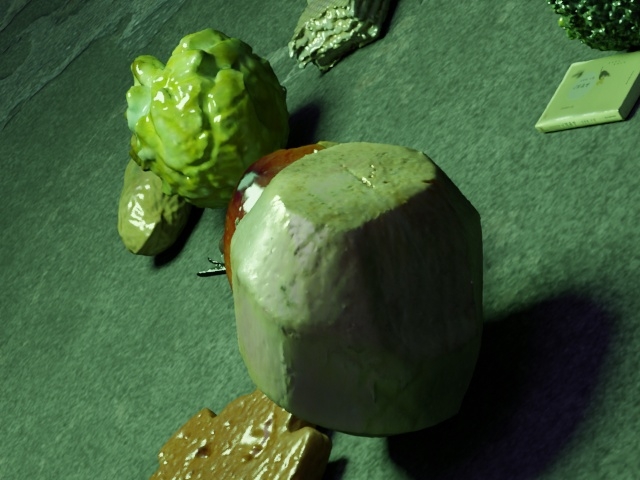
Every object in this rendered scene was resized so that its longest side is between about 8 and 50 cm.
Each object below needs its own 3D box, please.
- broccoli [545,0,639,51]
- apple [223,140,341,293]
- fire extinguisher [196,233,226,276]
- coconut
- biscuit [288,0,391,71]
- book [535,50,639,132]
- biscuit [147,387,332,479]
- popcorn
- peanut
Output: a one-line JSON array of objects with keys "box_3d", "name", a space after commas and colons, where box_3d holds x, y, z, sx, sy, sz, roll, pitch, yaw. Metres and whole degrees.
[{"box_3d": [0.270, -0.319, 1.715, 0.252, 0.221, 0.361, -36, 14, 7], "name": "broccoli"}, {"box_3d": [0.000, 0.000, 1.671, 0.199, 0.199, 0.199, -37, 25, 21], "name": "apple"}, {"box_3d": [-0.060, -0.020, 1.958, 0.078, 0.045, 0.157, 8, 54, 36], "name": "fire extinguisher"}, {"box_3d": [0.030, 0.052, 1.477, 0.197, 0.237, 0.237, 0, 34, 2], "name": "coconut"}, {"box_3d": [0.042, -0.297, 2.205, 0.108, 0.062, 0.239, -28, 28, 40], "name": "biscuit"}, {"box_3d": [0.242, -0.132, 1.665, 0.111, 0.014, 0.077, -6, 45, 56], "name": "book"}, {"box_3d": [-0.081, 0.240, 1.578, 0.284, 0.043, 0.306, -42, 26, 7], "name": "biscuit"}, {"box_3d": [-0.133, -0.136, 2.067, 0.212, 0.198, 0.198, 19, 60, 21], "name": "popcorn"}, {"box_3d": [-0.187, -0.054, 2.168, 0.093, 0.083, 0.194, -17, 33, 25], "name": "peanut"}]
